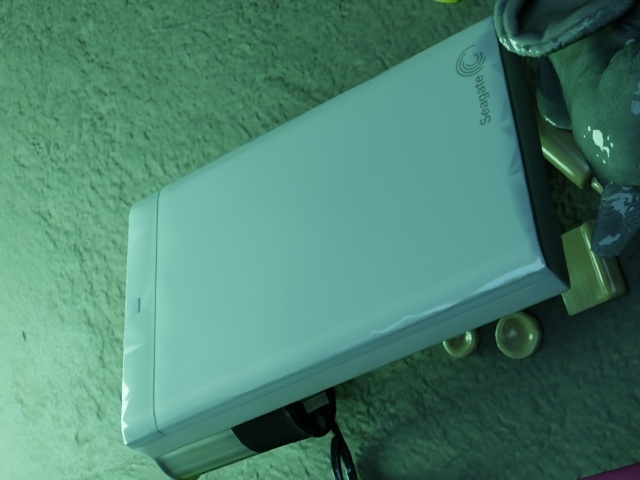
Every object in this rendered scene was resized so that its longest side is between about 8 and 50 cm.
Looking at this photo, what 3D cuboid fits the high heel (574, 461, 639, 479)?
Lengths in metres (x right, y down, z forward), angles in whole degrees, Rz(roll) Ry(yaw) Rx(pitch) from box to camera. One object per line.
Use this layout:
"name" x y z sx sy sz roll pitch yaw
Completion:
"high heel" 0.294 0.106 0.683 0.377 0.127 0.181 -7 54 39

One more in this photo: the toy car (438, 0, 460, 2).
"toy car" 0.037 -0.293 0.898 0.053 0.225 0.239 -15 85 17

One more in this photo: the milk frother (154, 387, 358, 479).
"milk frother" -0.046 0.165 1.002 0.134 0.129 0.143 -24 68 27

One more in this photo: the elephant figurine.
"elephant figurine" 0.197 -0.142 0.853 0.239 0.186 0.169 46 143 36

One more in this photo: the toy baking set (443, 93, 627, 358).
"toy baking set" 0.118 -0.024 0.958 0.197 0.030 0.256 -51 62 21

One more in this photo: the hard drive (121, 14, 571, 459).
"hard drive" 0.000 0.000 0.934 0.353 0.047 0.233 -25 48 25
